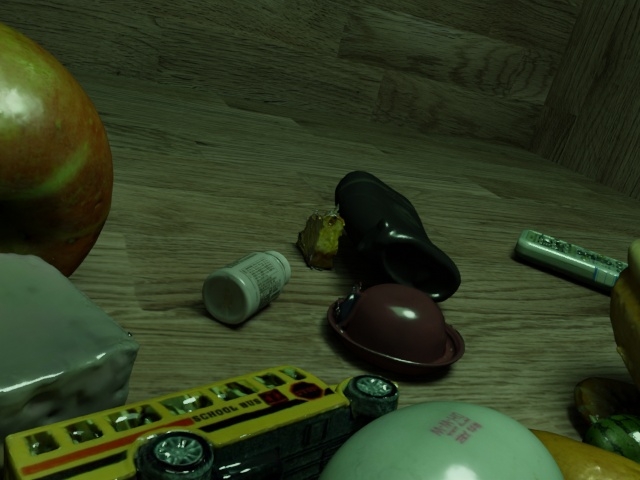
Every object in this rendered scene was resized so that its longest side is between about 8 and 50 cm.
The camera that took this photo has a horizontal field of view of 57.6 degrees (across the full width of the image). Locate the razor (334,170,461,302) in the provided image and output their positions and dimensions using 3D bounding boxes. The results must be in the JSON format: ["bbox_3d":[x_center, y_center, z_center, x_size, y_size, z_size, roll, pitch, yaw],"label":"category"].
[{"bbox_3d":[0.130,-0.012,1.089,0.204,0.113,0.349,35,16,-20],"label":"razor"}]

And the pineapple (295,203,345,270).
[{"bbox_3d":[0.000,0.000,1.063,0.069,0.137,0.116,7,64,-12],"label":"pineapple"}]

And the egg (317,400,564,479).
[{"bbox_3d":[0.097,0.217,0.445,0.183,0.182,0.264,30,18,33],"label":"egg"}]

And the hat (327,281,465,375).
[{"bbox_3d":[0.113,0.114,0.844,0.206,0.089,0.205,12,21,-5],"label":"hat"}]

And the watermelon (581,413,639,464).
[{"bbox_3d":[0.345,0.243,0.659,0.109,0.108,0.109,13,21,-5],"label":"watermelon"}]

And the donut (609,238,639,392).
[{"bbox_3d":[0.551,0.172,0.717,0.449,0.198,0.448,28,32,-19],"label":"donut"}]

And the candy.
[{"bbox_3d":[-0.283,0.115,0.500,0.195,0.137,0.185,33,26,25],"label":"candy"}]

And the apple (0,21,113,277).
[{"bbox_3d":[-0.418,-0.087,0.669,0.340,0.339,0.339,13,21,-5],"label":"apple"}]

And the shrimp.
[{"bbox_3d":[0.467,0.270,0.766,0.262,0.051,0.198,15,30,-11],"label":"shrimp"}]

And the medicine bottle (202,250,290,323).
[{"bbox_3d":[-0.101,0.062,0.845,0.079,0.079,0.140,22,23,18],"label":"medicine bottle"}]

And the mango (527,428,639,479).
[{"bbox_3d":[0.265,0.263,0.549,0.147,0.109,0.227,-22,36,-20],"label":"mango"}]

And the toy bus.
[{"bbox_3d":[-0.079,0.188,0.493,0.336,0.121,0.123,-5,20,-40],"label":"toy bus"}]

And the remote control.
[{"bbox_3d":[0.620,0.064,1.345,0.336,0.065,0.128,23,24,19],"label":"remote control"}]
